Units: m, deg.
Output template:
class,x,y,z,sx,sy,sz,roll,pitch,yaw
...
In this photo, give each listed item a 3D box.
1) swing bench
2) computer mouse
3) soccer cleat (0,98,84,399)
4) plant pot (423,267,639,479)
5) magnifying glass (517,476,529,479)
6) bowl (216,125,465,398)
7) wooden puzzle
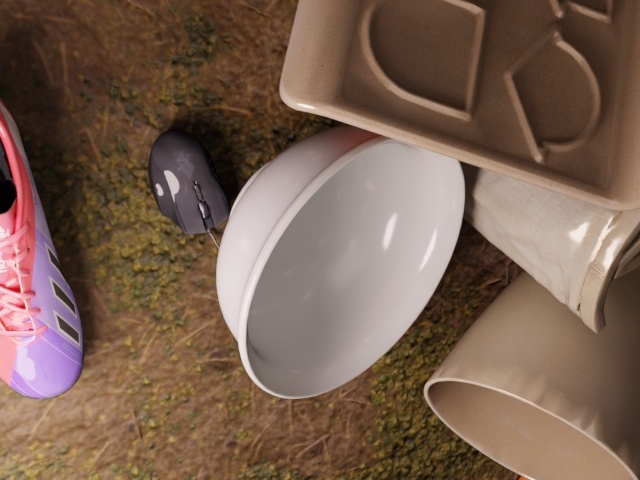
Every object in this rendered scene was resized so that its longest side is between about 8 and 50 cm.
class,x,y,z,sx,sy,sz,roll,pitch,yaw
swing bench,0.285,-0.087,0.916,0.254,0.253,0.165,-34,141,-14
computer mouse,-0.112,-0.003,0.910,0.071,0.041,0.242,-29,110,-16
soccer cleat,-0.293,0.011,0.796,0.108,0.116,0.318,-17,105,-19
plant pot,0.295,0.119,1.008,0.256,0.256,0.274,42,66,-23
magnifying glass,0.201,0.391,1.120,0.231,0.026,0.092,-45,112,-7
bowl,0.000,0.000,0.876,0.298,0.134,0.298,-30,139,-31
wooden puzzle,0.155,-0.211,0.803,0.348,0.080,0.322,15,73,-10
